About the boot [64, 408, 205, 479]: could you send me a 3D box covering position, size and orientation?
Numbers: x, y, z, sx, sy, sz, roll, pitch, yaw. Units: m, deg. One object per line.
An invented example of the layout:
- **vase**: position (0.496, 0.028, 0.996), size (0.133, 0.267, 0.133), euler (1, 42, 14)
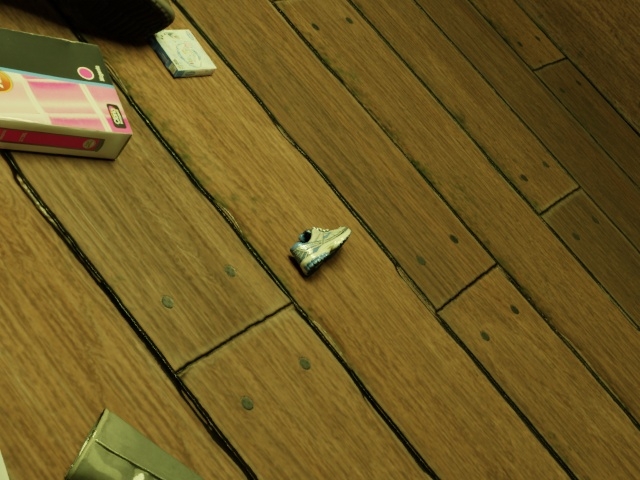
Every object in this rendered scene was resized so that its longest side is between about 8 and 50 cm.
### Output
- **boot**: position (-0.170, 0.287, 1.009), size (0.208, 0.076, 0.190), euler (40, 21, -17)

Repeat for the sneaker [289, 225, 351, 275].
- **sneaker**: position (0.000, 0.000, 1.486), size (0.058, 0.052, 0.135), euler (43, 35, 7)

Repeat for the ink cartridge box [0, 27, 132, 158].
- **ink cartridge box**: position (-0.438, -0.202, 1.261), size (0.370, 0.069, 0.176), euler (0, 54, -41)

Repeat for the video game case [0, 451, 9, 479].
- **video game case**: position (-0.372, 0.257, 0.866), size (0.212, 0.023, 0.193), euler (-5, 65, -46)

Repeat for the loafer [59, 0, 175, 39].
- **loafer**: position (-0.348, -0.424, 1.426), size (0.366, 0.133, 0.130), euler (32, 47, -53)

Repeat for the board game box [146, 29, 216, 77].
- **board game box**: position (-0.229, -0.309, 1.602), size (0.090, 0.020, 0.090), euler (-16, 66, -50)
